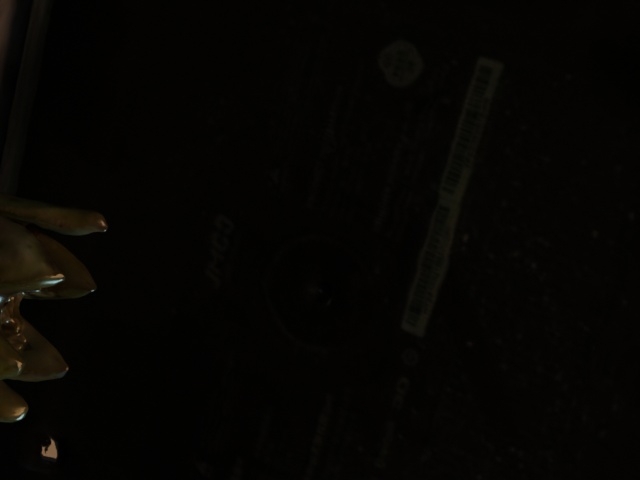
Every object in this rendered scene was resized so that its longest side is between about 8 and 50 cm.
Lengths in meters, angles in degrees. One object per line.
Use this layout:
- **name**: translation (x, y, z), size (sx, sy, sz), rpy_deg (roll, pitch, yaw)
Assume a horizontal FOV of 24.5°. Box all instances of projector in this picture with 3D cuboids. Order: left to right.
- **projector**: translation (0.048, 0.010, 0.765), size (0.242, 0.405, 0.395), rpy_deg (-18, 126, -63)

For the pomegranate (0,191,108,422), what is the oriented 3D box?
- **pomegranate**: translation (-0.179, -0.016, 0.454), size (0.187, 0.225, 0.187), rpy_deg (20, 90, -83)
